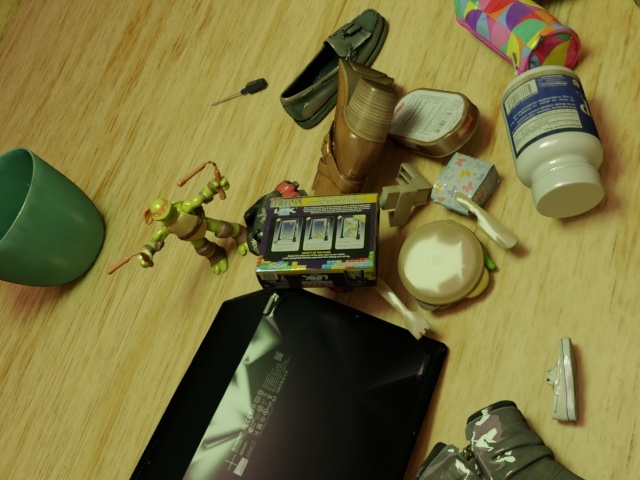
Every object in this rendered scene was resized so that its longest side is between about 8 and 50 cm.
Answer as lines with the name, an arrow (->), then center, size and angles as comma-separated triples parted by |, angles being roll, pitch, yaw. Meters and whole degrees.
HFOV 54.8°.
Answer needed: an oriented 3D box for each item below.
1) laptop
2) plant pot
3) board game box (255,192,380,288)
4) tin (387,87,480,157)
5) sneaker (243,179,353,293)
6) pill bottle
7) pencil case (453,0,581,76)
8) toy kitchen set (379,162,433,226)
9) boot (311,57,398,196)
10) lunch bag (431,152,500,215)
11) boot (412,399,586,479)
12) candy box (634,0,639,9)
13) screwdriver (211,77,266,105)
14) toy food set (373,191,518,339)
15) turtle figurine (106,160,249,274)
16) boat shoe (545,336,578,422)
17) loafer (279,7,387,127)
laptop -> -0.077, 0.283, 0.915 | 0.407, 0.236, 0.382 | 20, 67, 13
plant pot -> -0.649, -0.026, 1.414 | 0.292, 0.235, 0.293 | -17, 56, 28
board game box -> 0.000, 0.000, 0.903 | 0.170, 0.048, 0.141 | -2, 50, 12
tin -> 0.174, -0.193, 0.992 | 0.106, 0.040, 0.189 | -52, 32, -5
sneaker -> -0.042, 0.008, 1.007 | 0.135, 0.098, 0.276 | -27, 44, -14
pill bottle -> 0.312, -0.130, 0.827 | 0.112, 0.112, 0.187 | -20, 56, 28
pencil case -> 0.298, -0.333, 0.963 | 0.104, 0.104, 0.236 | -38, 47, 14
toy kitchen set -> 0.117, -0.072, 0.977 | 0.075, 0.083, 0.068 | 56, 145, 42
boot -> 0.053, -0.186, 1.074 | 0.283, 0.108, 0.220 | -107, 35, -60
lunch bag -> 0.213, -0.079, 0.916 | 0.071, 0.053, 0.083 | 25, 73, 41
boot -> 0.166, 0.362, 0.679 | 0.338, 0.118, 0.222 | -44, 44, -6
candy box -> 0.501, -0.336, 0.841 | 0.109, 0.053, 0.187 | -27, 51, 23
screwdriver -> -0.186, -0.325, 1.382 | 0.169, 0.024, 0.025 | -18, 85, 36
toy food set -> 0.173, 0.035, 0.874 | 0.192, 0.038, 0.132 | -45, 60, 6
turtle figurine -> -0.239, -0.017, 1.110 | 0.269, 0.217, 0.087 | -47, 47, 7
boat shoe -> 0.286, 0.165, 0.737 | 0.035, 0.035, 0.100 | -8, 68, 31
loafer -> 0.025, -0.341, 1.181 | 0.268, 0.084, 0.096 | -53, 47, 0
